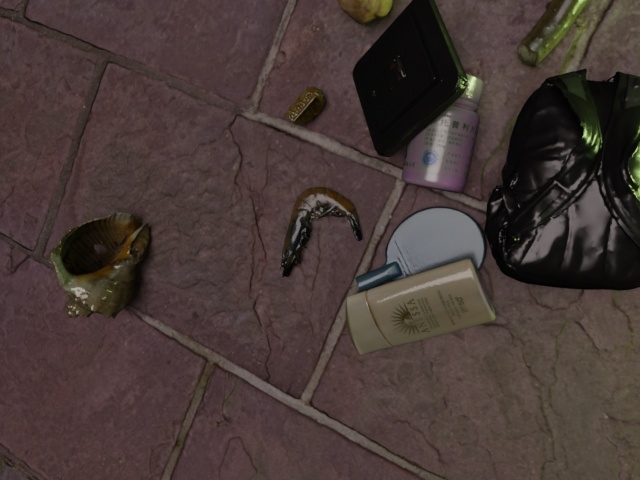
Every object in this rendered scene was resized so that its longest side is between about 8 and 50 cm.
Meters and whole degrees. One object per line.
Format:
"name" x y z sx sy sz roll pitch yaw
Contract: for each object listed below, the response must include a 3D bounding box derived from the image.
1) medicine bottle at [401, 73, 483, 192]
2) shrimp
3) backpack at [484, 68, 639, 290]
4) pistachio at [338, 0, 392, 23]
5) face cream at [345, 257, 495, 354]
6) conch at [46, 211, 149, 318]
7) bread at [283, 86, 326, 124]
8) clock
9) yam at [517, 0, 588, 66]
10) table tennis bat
"medicine bottle" 0.280 -0.244 1.238 0.152 0.152 0.254 12 97 18
"shrimp" 0.000 0.000 1.394 0.198 0.051 0.262 23 96 16
"backpack" 0.532 -0.120 1.114 0.363 0.255 0.445 3 90 12
"pistachio" 0.101 -0.639 1.295 0.157 0.157 0.229 -10 83 18
"face cream" 0.219 0.163 1.289 0.348 0.081 0.173 -19 112 21
"conch" -0.627 0.064 1.524 0.186 0.263 0.324 0 55 39
"bread" -0.034 -0.342 1.388 0.066 0.060 0.110 44 101 -2
"clock" 0.182 -0.368 1.220 0.273 0.049 0.279 -40 54 44
"yam" 0.549 -0.526 1.184 0.071 0.067 0.317 42 103 26
"table tennis bat" 0.239 0.045 1.321 0.329 0.044 0.215 -26 88 16
